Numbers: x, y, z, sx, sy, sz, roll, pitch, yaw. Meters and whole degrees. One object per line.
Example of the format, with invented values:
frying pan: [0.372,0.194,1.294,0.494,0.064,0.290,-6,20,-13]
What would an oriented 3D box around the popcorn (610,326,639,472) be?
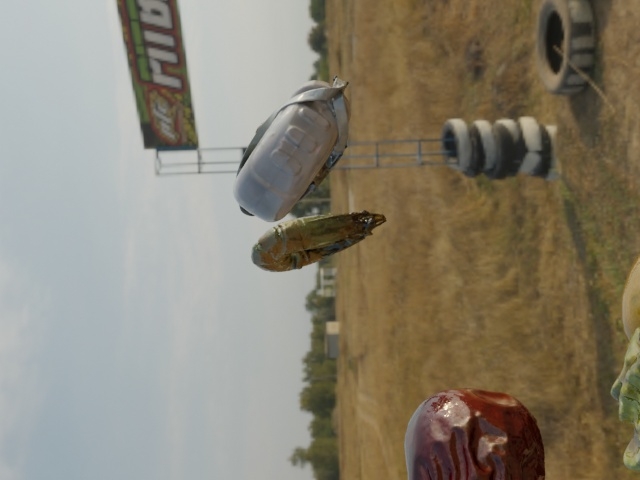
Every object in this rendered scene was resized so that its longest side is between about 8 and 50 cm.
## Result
popcorn: [0.540,0.220,1.001,0.321,0.289,0.326,57,-156,-50]

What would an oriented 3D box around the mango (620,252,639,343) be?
mango: [0.704,0.131,1.430,0.445,0.232,0.300,1,-89,-44]

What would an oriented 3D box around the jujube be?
jujube: [0.165,0.276,0.829,0.155,0.155,0.230,85,-166,-66]

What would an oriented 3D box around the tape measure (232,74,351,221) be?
tape measure: [-0.043,-0.118,1.053,0.197,0.120,0.236,-58,7,-26]

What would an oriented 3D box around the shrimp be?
shrimp: [0.000,-0.001,1.414,0.145,0.267,0.061,85,160,-53]
